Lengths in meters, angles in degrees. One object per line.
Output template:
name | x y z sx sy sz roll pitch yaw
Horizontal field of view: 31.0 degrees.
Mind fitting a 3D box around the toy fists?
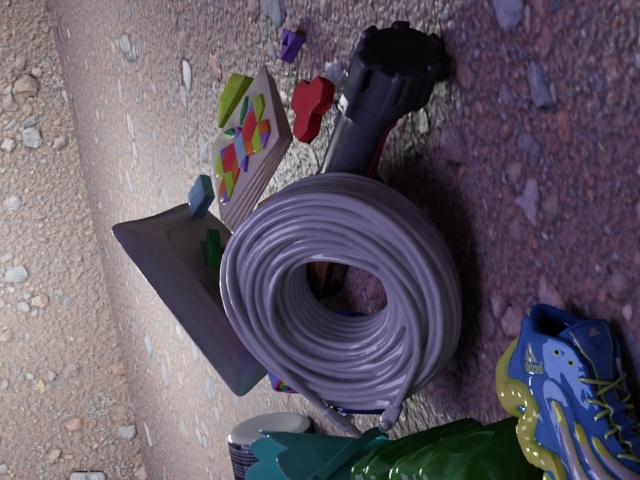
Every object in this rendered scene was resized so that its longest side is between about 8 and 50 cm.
toy fists | 0.123 0.240 1.156 0.279 0.142 0.096 153 103 -70

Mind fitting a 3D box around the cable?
cable | 0.025 0.054 1.197 0.257 0.089 0.257 37 124 0

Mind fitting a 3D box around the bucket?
bucket | 0.016 0.355 1.377 0.281 0.183 0.281 -177 90 -76

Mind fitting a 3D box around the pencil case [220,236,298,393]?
pencil case | -0.055 0.089 1.501 0.104 0.104 0.236 102 149 -50

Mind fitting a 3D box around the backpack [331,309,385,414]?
backpack | 0.051 0.133 1.356 0.101 0.098 0.120 -57 42 24

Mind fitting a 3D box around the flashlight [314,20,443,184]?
flashlight | 0.053 -0.098 1.208 0.304 0.103 0.103 112 174 -51

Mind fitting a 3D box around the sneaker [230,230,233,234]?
sneaker | -0.099 0.015 1.729 0.161 0.057 0.075 148 113 -66

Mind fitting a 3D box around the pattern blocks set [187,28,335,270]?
pattern blocks set | -0.092 -0.118 1.482 0.324 0.026 0.285 -63 31 26

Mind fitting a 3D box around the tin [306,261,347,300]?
tin | 0.000 0.000 1.489 0.106 0.040 0.189 60 155 29

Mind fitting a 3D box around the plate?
plate | -0.137 0.061 1.589 0.277 0.045 0.278 53 -162 3

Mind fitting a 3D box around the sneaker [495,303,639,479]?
sneaker | 0.213 0.142 0.929 0.240 0.091 0.126 -126 31 -48

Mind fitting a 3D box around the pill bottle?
pill bottle | -0.059 0.397 1.762 0.130 0.130 0.245 -160 59 -67
